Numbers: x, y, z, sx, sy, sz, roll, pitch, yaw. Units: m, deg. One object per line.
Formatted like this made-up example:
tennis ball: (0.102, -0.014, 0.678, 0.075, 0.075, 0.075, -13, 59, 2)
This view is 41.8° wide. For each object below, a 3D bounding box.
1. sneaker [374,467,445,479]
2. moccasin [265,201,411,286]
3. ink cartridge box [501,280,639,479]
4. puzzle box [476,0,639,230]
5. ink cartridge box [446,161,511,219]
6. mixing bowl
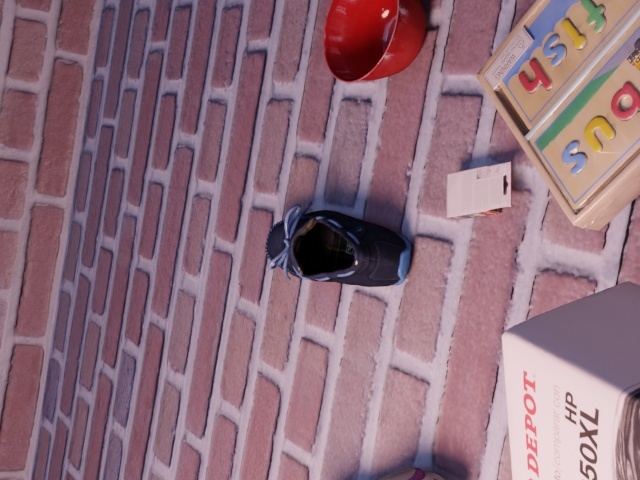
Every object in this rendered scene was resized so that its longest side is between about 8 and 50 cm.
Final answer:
sneaker: (0.092, 0.409, 1.169, 0.305, 0.114, 0.152, -38, 68, 50)
moccasin: (0.000, 0.000, 1.336, 0.342, 0.116, 0.138, -1, 84, 54)
ink cartridge box: (0.337, 0.237, 0.677, 0.395, 0.166, 0.286, 30, 132, 59)
puzzle box: (0.364, -0.242, 0.926, 0.409, 0.052, 0.272, -53, 46, 35)
ink cartridge box: (0.218, -0.065, 1.119, 0.115, 0.029, 0.063, -9, 77, 53)
mixing bowl: (0.094, -0.320, 1.276, 0.181, 0.098, 0.182, -13, 74, 52)
